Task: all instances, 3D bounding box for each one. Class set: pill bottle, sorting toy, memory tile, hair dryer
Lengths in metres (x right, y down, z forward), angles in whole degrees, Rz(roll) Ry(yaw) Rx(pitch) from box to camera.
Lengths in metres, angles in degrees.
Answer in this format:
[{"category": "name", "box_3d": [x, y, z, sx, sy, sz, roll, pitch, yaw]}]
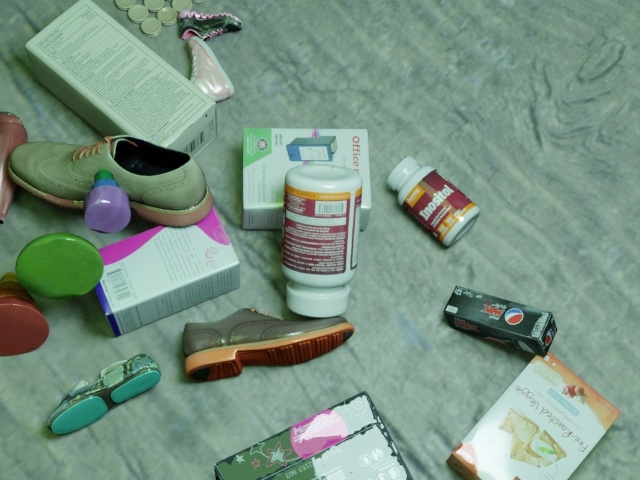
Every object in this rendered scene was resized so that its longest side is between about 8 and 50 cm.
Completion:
[{"category": "pill bottle", "box_3d": [0.186, -0.069, 1.790, 0.152, 0.086, 0.086, 42, 71, 14]}, {"category": "sorting toy", "box_3d": [-0.410, 0.020, 1.630, 0.127, 0.365, 0.126, 26, 32, -34]}, {"category": "pill bottle", "box_3d": [0.000, 0.000, 1.672, 0.121, 0.121, 0.221, 3, 109, -3]}, {"category": "memory tile", "box_3d": [-0.290, -0.444, 1.959, 0.148, 0.012, 0.113, -41, 75, -19]}, {"category": "hair dryer", "box_3d": [-0.596, -0.140, 1.793, 0.223, 0.080, 0.293, -41, 69, -2]}]

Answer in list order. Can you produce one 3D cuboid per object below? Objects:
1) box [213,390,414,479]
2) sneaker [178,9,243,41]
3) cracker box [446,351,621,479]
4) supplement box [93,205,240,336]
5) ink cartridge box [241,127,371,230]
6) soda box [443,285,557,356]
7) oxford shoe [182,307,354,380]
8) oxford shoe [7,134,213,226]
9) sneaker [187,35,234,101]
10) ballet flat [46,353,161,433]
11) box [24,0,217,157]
[{"category": "box", "box_3d": [-0.010, 0.356, 1.566, 0.247, 0.142, 0.163, -24, 72, -12]}, {"category": "sneaker", "box_3d": [-0.198, -0.379, 1.924, 0.119, 0.047, 0.057, 4, 73, 6]}, {"category": "cracker box", "box_3d": [0.328, 0.303, 1.651, 0.156, 0.067, 0.232, 40, 71, 13]}, {"category": "supplement box", "box_3d": [-0.247, 0.049, 1.697, 0.220, 0.114, 0.111, -21, 69, -11]}, {"category": "ink cartridge box", "box_3d": [-0.025, -0.102, 1.788, 0.212, 0.093, 0.154, 1, 66, -5]}, {"category": "soda box", "box_3d": [0.284, 0.127, 1.695, 0.169, 0.060, 0.053, 16, 65, 31]}, {"category": "oxford shoe", "box_3d": [-0.084, 0.143, 1.680, 0.271, 0.097, 0.098, -9, 62, -8]}, {"category": "oxford shoe", "box_3d": [-0.337, -0.124, 1.682, 0.348, 0.130, 0.123, 9, 49, 12]}, {"category": "sneaker", "box_3d": [-0.214, -0.296, 1.879, 0.070, 0.051, 0.134, -29, 76, -20]}, {"category": "ballet flat", "box_3d": [-0.337, 0.232, 1.649, 0.188, 0.070, 0.070, -25, 71, -15]}, {"category": "box", "box_3d": [-0.334, -0.253, 1.815, 0.311, 0.121, 0.148, 41, 70, 13]}]
